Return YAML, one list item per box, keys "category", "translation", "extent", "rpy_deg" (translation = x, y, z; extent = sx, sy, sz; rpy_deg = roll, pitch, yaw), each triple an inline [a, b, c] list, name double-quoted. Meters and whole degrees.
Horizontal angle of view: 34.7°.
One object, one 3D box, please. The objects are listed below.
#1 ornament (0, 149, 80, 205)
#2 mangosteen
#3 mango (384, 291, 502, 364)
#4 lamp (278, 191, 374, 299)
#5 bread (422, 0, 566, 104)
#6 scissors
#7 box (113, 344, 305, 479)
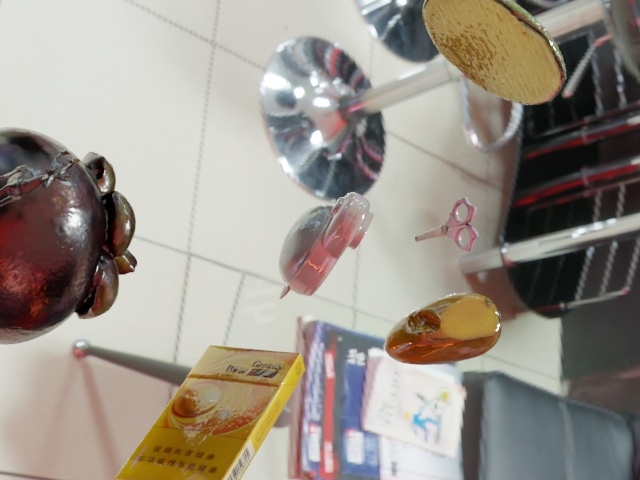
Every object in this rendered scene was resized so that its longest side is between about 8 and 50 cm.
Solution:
- category: "ornament"
  translation: [-0.323, -0.069, 1.138]
  extent: [0.073, 0.125, 0.028]
  rpy_deg: [-102, 166, -63]
- category: "mangosteen"
  translation: [-0.412, -0.006, 1.460]
  extent: [0.347, 0.307, 0.307]
  rpy_deg: [2, 78, -36]
- category: "mango"
  translation: [0.246, 0.184, 2.057]
  extent: [0.262, 0.167, 0.130]
  rpy_deg: [-5, 62, -37]
- category: "lamp"
  translation: [-0.002, -0.002, 1.848]
  extent: [0.108, 0.246, 0.179]
  rpy_deg: [33, 45, -11]
- category: "bread"
  translation: [0.238, -0.271, 1.400]
  extent: [0.228, 0.228, 0.033]
  rpy_deg: [43, 74, -28]
- category: "scissors"
  translation: [0.262, -0.021, 2.147]
  extent: [0.021, 0.212, 0.110]
  rpy_deg: [0, 81, -28]
- category: "box"
  translation: [-0.140, 0.241, 1.362]
  extent: [0.269, 0.152, 0.043]
  rpy_deg: [-54, 140, -48]
